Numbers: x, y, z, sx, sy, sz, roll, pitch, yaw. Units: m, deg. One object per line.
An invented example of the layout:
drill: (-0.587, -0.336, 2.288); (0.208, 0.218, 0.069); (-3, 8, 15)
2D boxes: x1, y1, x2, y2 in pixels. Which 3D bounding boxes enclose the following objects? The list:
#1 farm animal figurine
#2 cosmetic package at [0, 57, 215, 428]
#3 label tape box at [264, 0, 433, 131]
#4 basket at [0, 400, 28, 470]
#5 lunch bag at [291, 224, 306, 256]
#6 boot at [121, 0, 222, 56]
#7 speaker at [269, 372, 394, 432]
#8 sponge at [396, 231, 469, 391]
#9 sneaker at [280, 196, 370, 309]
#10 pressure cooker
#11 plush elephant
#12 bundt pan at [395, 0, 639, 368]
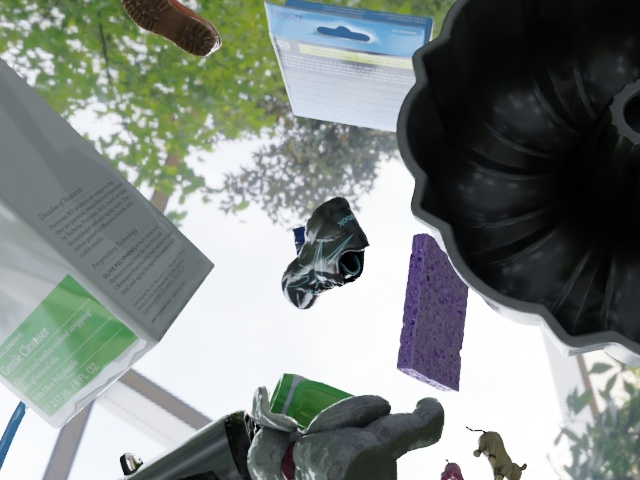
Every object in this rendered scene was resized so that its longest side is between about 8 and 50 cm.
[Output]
farm animal figurine: (0.428, 0.639, 1.683); (0.327, 0.330, 0.172); (31, -159, 15)
cosmetic package: (-0.314, -0.016, 0.698); (0.365, 0.197, 0.155); (43, -151, -10)
label tape box: (0.060, -0.316, 1.186); (0.249, 0.347, 0.115); (11, -107, 10)
basket: (-0.522, 0.171, 0.994); (0.289, 0.255, 0.201); (35, -170, 20)
lunch bag: (0.000, 0.000, 1.348); (0.067, 0.098, 0.065); (-3, -99, -58)
boot: (-0.214, -0.321, 1.014); (0.158, 0.059, 0.084); (35, -160, -4)
speaker: (0.033, 0.402, 1.577); (0.296, 0.131, 0.131); (22, -145, -4)
sponge: (0.167, 0.103, 1.012); (0.117, 0.031, 0.210); (31, -121, -36)
sneaker: (0.007, 0.049, 1.199); (0.101, 0.267, 0.106); (-26, -118, -35)
pressure cooker: (-0.235, 0.587, 1.374); (0.420, 0.375, 0.370); (-30, -158, -1)
plush elephant: (-0.002, 0.367, 1.132); (0.330, 0.272, 0.255); (10, 177, -39)
bundt pan: (0.223, -0.057, 0.496); (0.331, 0.124, 0.331); (-5, -115, 11)
